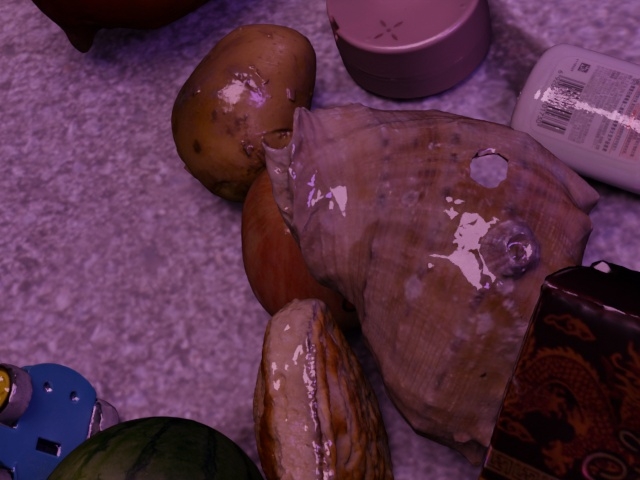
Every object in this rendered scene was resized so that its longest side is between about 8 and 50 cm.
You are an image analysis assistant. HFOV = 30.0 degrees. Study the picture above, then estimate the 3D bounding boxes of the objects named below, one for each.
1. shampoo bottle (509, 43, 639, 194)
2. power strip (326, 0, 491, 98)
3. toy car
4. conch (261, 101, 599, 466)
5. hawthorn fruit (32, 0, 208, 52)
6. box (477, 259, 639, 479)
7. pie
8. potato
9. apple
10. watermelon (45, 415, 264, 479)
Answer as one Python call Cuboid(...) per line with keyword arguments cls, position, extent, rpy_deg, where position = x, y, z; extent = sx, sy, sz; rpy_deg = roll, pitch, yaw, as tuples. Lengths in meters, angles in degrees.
Cuboid(cls="shampoo bottle", position=(0.276, -0.093, 1.019), extent=(0.221, 0.051, 0.108), rpy_deg=(24, 84, 27))
Cuboid(cls="power strip", position=(0.087, -0.214, 1.134), extent=(0.154, 0.078, 0.154), rpy_deg=(-7, 56, 11))
Cuboid(cls="toy car", position=(-0.249, 0.183, 0.991), extent=(0.098, 0.126, 0.161), rpy_deg=(-4, 68, 38))
Cuboid(cls="conch", position=(0.116, 0.004, 0.896), extent=(0.186, 0.324, 0.263), rpy_deg=(-27, 19, 42))
Cuboid(cls="hawthorn fruit", position=(-0.178, -0.357, 1.175), extent=(0.311, 0.295, 0.295), rpy_deg=(-41, 58, -13))
Cuboid(cls="box", position=(0.200, 0.244, 0.688), extent=(0.264, 0.116, 0.415), rpy_deg=(22, 105, 27))
Cuboid(cls="pie", position=(-0.003, 0.146, 0.889), extent=(0.084, 0.179, 0.205), rpy_deg=(-14, 72, 13))
Cuboid(cls="potato", position=(-0.069, -0.123, 1.101), extent=(0.137, 0.137, 0.176), rpy_deg=(-3, 58, 14))
Cuboid(cls="apple", position=(0.000, 0.000, 1.005), extent=(0.146, 0.131, 0.146), rpy_deg=(-7, 54, 9))
Cuboid(cls="watermelon", position=(-0.127, 0.236, 0.871), extent=(0.188, 0.188, 0.215), rpy_deg=(8, 61, 20))
